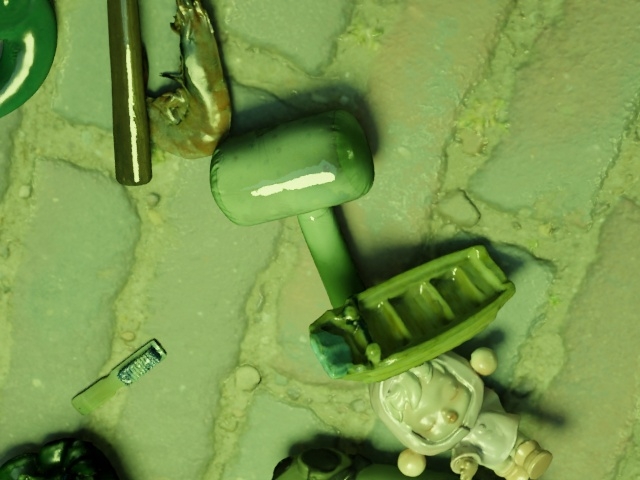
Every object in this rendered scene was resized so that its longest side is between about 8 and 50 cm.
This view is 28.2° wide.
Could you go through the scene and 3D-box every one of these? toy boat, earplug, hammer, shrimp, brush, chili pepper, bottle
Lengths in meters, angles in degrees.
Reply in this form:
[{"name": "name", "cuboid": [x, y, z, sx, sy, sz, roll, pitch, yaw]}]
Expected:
[{"name": "toy boat", "cuboid": [0.111, 0.102, 1.615, 0.111, 0.276, 0.084, 56, 158, 23]}, {"name": "earplug", "cuboid": [-0.451, -0.311, 1.571, 0.280, 0.164, 0.257, 37, 152, 5]}, {"name": "hammer", "cuboid": [0.000, 0.000, 1.644, 0.206, 0.119, 0.336, -14, 118, 18]}, {"name": "hammer", "cuboid": [-0.242, -0.275, 1.563, 0.168, 0.044, 0.440, 17, 120, 29]}, {"name": "shrimp", "cuboid": [-0.185, -0.217, 1.602, 0.143, 0.052, 0.251, 5, 114, 16]}, {"name": "brush", "cuboid": [-0.291, 0.204, 1.826, 0.178, 0.030, 0.033, -36, 114, 22]}, {"name": "chili pepper", "cuboid": [-0.365, 0.437, 1.837, 0.233, 0.248, 0.257, -23, 119, 6]}, {"name": "bottle", "cuboid": [0.096, 0.389, 1.771, 0.347, 0.168, 0.169, 12, 116, 9]}]

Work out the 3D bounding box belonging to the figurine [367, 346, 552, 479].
[{"name": "figurine", "cuboid": [0.179, 0.233, 1.698, 0.276, 0.133, 0.200, 36, 93, -7]}]
